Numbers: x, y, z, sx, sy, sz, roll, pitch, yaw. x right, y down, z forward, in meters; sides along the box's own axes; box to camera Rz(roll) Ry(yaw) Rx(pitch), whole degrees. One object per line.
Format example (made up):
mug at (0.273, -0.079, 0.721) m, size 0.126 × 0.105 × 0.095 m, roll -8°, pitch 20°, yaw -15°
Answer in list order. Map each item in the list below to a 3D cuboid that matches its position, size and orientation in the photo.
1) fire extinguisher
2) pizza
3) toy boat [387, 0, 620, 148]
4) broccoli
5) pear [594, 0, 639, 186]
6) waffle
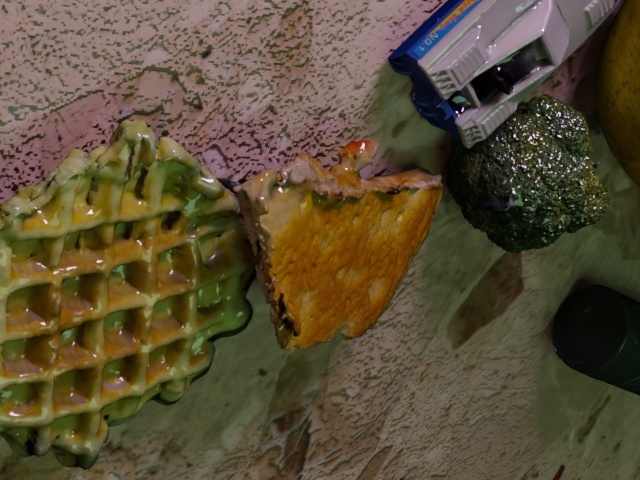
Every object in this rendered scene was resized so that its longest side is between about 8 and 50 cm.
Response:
fire extinguisher at (0.371, 0.132, 1.965) m, size 0.114 × 0.095 × 0.311 m, roll -25°, pitch 150°, yaw 34°
pizza at (0.000, 0.000, 1.508) m, size 0.297 × 0.071 × 0.189 m, roll 2°, pitch 114°, yaw -62°
toy boat at (0.202, -0.214, 1.542) m, size 0.295 × 0.088 × 0.129 m, roll -42°, pitch 139°, yaw -6°
broccoli at (0.189, -0.057, 1.633) m, size 0.138 × 0.145 × 0.162 m, roll -48°, pitch 133°, yaw -53°
pear at (0.399, -0.142, 1.622) m, size 0.294 × 0.294 × 0.294 m, roll -23°, pitch 134°, yaw -26°
waffle at (-0.181, 0.046, 1.435) m, size 0.297 × 0.073 × 0.317 m, roll -47°, pitch 142°, yaw -1°
